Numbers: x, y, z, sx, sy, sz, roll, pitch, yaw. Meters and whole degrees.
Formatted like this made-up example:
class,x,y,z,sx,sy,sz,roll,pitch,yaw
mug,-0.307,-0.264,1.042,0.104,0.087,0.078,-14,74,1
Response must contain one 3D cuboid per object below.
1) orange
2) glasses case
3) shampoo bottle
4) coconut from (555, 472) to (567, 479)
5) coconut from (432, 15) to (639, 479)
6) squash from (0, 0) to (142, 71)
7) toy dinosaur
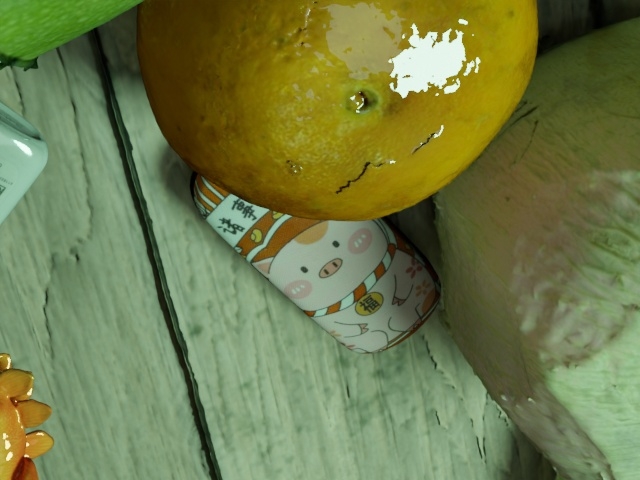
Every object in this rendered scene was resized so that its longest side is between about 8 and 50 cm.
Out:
class,x,y,z,sx,sy,sz,roll,pitch,yaw
orange,0.012,-0.149,1.242,0.284,0.226,0.284,-7,125,-10
glasses case,0.000,0.000,1.453,0.103,0.067,0.267,-42,129,7
shampoo bottle,-0.301,-0.013,1.322,0.108,0.051,0.221,33,107,-26
coconut,0.331,0.245,1.674,0.244,0.239,0.239,-38,129,3
coconut,0.302,0.035,1.420,0.405,0.404,0.404,-12,127,-16
squash,-0.094,-0.292,1.035,0.384,0.263,0.263,-31,131,13
toy dinosaur,-0.271,0.148,1.438,0.117,0.070,0.288,-9,113,-5
